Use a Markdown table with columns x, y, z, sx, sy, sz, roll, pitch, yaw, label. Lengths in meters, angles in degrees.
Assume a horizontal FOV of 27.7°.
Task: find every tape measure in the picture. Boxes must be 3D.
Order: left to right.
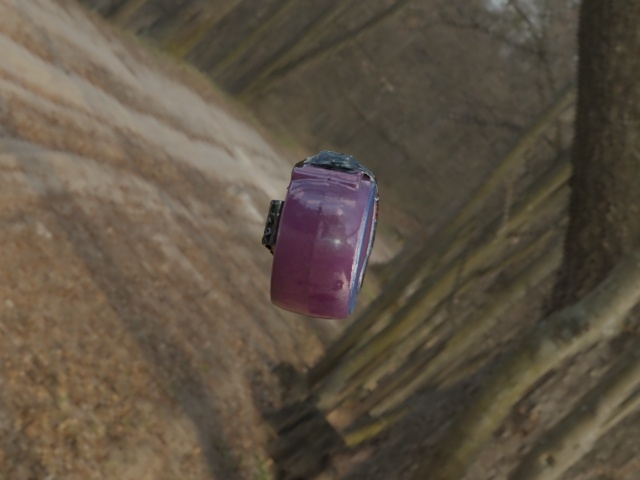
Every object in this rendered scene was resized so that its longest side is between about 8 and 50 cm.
| x | y | z | sx | sy | sz | roll | pitch | yaw | label |
| --- | --- | --- | --- | --- | --- | --- | --- | --- | --- |
| 0.000 | 0.000 | 1.865 | 0.149 | 0.231 | 0.245 | 12 | -20 | 5 | tape measure |
